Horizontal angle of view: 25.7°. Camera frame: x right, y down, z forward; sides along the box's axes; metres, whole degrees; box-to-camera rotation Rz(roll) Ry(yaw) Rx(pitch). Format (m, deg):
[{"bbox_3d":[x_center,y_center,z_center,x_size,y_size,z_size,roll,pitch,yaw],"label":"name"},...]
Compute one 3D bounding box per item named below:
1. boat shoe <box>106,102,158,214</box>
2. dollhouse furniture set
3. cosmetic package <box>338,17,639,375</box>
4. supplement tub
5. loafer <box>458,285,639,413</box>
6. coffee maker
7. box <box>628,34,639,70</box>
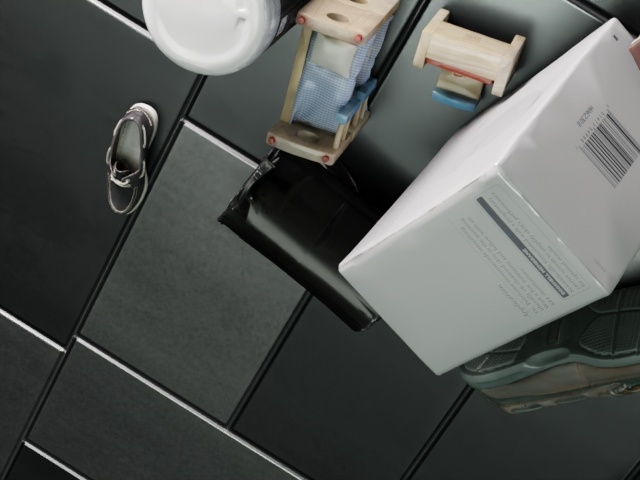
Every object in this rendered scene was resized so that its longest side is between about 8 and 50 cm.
[{"bbox_3d":[-0.195,-0.077,1.416,0.046,0.038,0.125,25,119,6],"label":"boat shoe"},{"bbox_3d":[0.067,-0.134,1.251,0.184,0.129,0.129,20,119,9],"label":"dollhouse furniture set"},{"bbox_3d":[0.171,-0.032,1.173,0.138,0.224,0.225,48,142,-7],"label":"cosmetic package"},{"bbox_3d":[-0.069,-0.223,1.219,0.117,0.190,0.117,7,115,16],"label":"supplement tub"},{"bbox_3d":[0.260,0.109,1.322,0.268,0.096,0.084,-14,127,40],"label":"loafer"},{"bbox_3d":[0.000,0.000,1.313,0.178,0.171,0.120,37,105,-3],"label":"coffee maker"},{"bbox_3d":[0.423,-0.039,1.079,0.191,0.143,0.381,-26,86,-17],"label":"box"}]
